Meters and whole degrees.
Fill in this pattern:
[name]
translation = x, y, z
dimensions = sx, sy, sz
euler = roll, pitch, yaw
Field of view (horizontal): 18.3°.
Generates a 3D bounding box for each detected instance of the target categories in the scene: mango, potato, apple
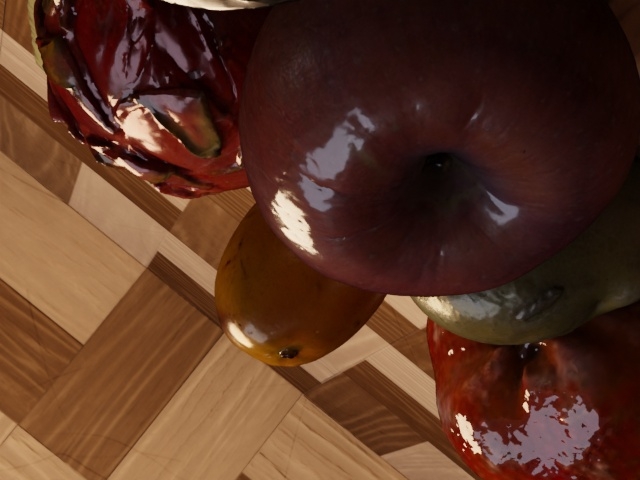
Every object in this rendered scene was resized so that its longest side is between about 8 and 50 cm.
[mango]
translation = 0.000, 0.000, 1.608
dimensions = 0.145, 0.219, 0.112
euler = 23, 169, 41
[potato]
translation = 0.177, -0.002, 1.619
dimensions = 0.235, 0.178, 0.160
euler = -8, 161, 25
[apple]
translation = 0.084, -0.102, 1.428
dimensions = 0.305, 0.235, 0.306
euler = 0, 137, 0

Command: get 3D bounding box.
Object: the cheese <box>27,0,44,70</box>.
[cheese]
translation = -0.159, -0.195, 1.949
dimensions = 0.242, 0.124, 0.265
euler = 30, 165, 2

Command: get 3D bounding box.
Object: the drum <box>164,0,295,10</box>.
[drum]
translation = 0.021, -0.292, 0.683
dimensions = 0.431, 0.431, 0.214
euler = 19, 154, 52

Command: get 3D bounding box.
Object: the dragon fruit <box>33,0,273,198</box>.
[dragon fruit]
translation = -0.100, -0.176, 1.645
dimensions = 0.277, 0.277, 0.342
euler = 37, 156, 5

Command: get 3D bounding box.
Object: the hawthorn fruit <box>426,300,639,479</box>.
[hawthorn fruit]
translation = 0.232, 0.113, 1.772
dimensions = 0.284, 0.284, 0.284
euler = 36, 165, 11
